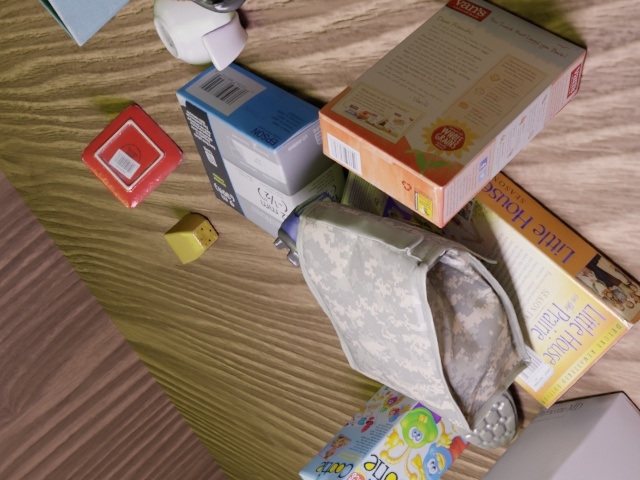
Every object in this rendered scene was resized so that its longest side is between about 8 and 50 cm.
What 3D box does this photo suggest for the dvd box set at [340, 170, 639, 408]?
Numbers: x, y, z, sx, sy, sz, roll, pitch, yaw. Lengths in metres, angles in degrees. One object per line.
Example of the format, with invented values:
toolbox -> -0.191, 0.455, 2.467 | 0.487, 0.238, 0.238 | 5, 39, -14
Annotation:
dvd box set -> 0.208, 0.020, 1.270 | 0.420, 0.062, 0.308 | 42, 155, 15

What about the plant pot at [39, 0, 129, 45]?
plant pot -> -0.289, -0.439, 1.111 | 0.248, 0.252, 0.247 | 47, 170, 30

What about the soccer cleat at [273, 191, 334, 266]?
soccer cleat -> 0.048, 0.034, 1.371 | 0.093, 0.121, 0.289 | 42, 179, 45

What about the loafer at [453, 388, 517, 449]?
loafer -> 0.226, 0.210, 1.501 | 0.319, 0.112, 0.111 | 59, -169, -32

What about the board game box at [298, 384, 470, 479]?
board game box -> 0.124, 0.386, 1.702 | 0.142, 0.275, 0.144 | 55, 156, -16

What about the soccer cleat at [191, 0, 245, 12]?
soccer cleat -> -0.211, -0.416, 1.295 | 0.318, 0.109, 0.116 | 41, 177, 11

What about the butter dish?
butter dish -> -0.371, -0.164, 1.907 | 0.160, 0.160, 0.118 | 46, 179, 5

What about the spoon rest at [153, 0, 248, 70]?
spoon rest -> -0.179, -0.316, 1.421 | 0.276, 0.084, 0.137 | 35, 155, 57

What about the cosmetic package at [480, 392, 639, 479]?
cosmetic package -> 0.298, 0.398, 1.295 | 0.156, 0.385, 0.217 | 48, 154, -2

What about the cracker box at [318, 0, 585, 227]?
cracker box -> 0.133, -0.138, 0.944 | 0.155, 0.232, 0.067 | 35, 154, 27

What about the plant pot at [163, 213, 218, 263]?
plant pot -> -0.267, -0.008, 2.017 | 0.083, 0.081, 0.081 | -9, 120, 50

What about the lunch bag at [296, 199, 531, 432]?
lunch bag -> 0.114, 0.071, 1.223 | 0.235, 0.169, 0.287 | 23, 149, 45

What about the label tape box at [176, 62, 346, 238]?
label tape box -> -0.073, -0.089, 1.511 | 0.249, 0.115, 0.348 | 33, 151, 38
